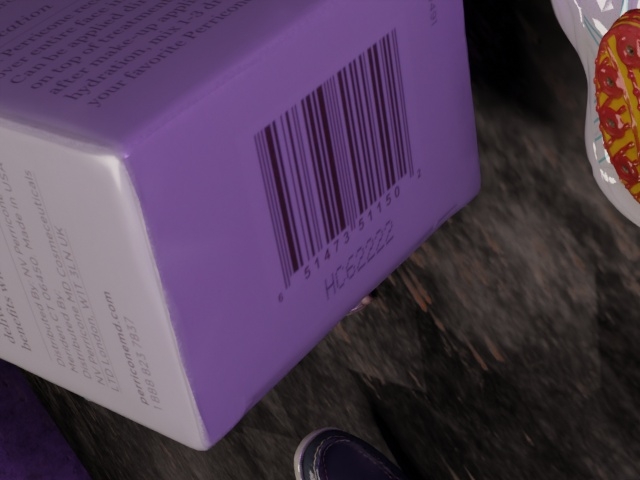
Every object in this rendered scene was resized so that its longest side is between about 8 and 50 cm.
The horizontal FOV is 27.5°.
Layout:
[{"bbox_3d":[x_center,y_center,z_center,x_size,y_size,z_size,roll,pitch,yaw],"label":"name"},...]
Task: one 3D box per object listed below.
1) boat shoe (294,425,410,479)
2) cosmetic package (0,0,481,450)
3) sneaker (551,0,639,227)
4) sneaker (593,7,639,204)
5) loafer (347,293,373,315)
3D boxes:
[{"bbox_3d":[0.073,0.263,1.100,0.254,0.095,0.079,58,159,-7],"label":"boat shoe"},{"bbox_3d":[-0.167,-0.083,0.701,0.453,0.230,0.162,19,134,35],"label":"cosmetic package"},{"bbox_3d":[0.146,-0.064,0.566,0.061,0.053,0.152,14,133,55],"label":"sneaker"},{"bbox_3d":[0.169,-0.028,0.537,0.175,0.067,0.064,53,165,-26],"label":"sneaker"},{"bbox_3d":[0.000,0.000,0.980,0.045,0.039,0.125,-83,-30,-72],"label":"loafer"}]
